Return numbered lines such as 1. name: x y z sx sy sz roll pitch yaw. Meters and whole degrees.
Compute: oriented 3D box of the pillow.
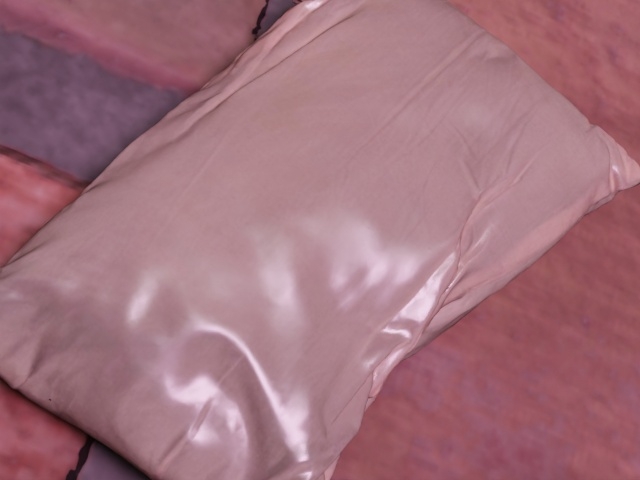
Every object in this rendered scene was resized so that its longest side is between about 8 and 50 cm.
1. pillow: 0.000 0.000 0.574 0.173 0.067 0.270 42 64 4
